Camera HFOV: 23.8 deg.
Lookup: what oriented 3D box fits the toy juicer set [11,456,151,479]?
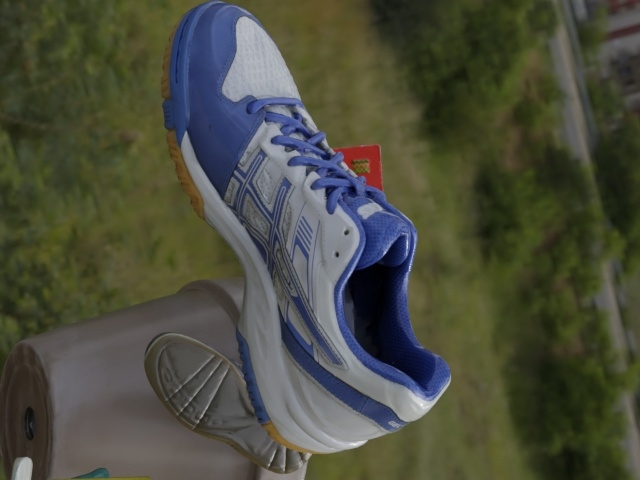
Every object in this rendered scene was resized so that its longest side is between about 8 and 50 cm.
[{"bbox_3d":[-0.158,0.244,0.943,0.329,0.089,0.209,159,-61,-72],"label":"toy juicer set"}]

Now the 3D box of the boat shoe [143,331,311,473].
[{"bbox_3d":[-0.101,0.163,1.571,0.223,0.080,0.073,39,1,-28],"label":"boat shoe"}]

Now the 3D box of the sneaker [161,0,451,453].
[{"bbox_3d":[0.000,-0.020,0.951,0.112,0.131,0.296,-19,89,-49],"label":"sneaker"}]

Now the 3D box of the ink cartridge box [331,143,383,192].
[{"bbox_3d":[0.000,0.000,1.538,0.045,0.145,0.179,-98,-177,-73],"label":"ink cartridge box"}]

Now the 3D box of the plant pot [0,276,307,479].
[{"bbox_3d":[-0.207,0.202,1.750,0.280,0.323,0.323,1,70,-31],"label":"plant pot"}]
